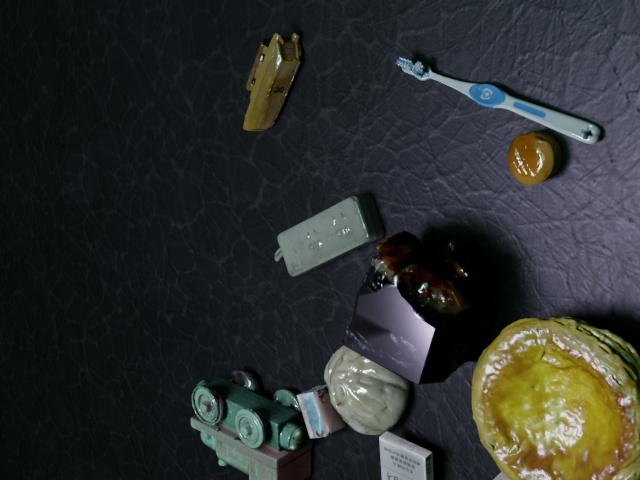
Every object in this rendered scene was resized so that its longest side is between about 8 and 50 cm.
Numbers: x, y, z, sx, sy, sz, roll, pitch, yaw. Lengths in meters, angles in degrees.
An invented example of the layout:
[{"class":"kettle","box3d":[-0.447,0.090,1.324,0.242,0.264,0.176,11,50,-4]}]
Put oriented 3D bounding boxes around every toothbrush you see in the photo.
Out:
[{"class":"toothbrush","box3d":[0.278,-0.228,1.530,0.386,0.040,0.040,29,118,34]}]

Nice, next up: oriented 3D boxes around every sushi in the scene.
[{"class":"sushi","box3d":[0.159,0.090,1.573,0.215,0.227,0.212,23,107,34]}]

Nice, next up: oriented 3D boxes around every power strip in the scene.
[{"class":"power strip","box3d":[0.000,0.000,1.835,0.288,0.053,0.093,-27,79,44]}]

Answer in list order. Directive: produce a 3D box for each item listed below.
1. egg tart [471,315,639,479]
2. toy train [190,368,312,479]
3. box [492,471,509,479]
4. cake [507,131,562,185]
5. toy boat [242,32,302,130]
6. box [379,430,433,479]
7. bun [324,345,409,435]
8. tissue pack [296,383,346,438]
[{"class":"egg tart","box3d":[0.382,0.251,1.452,0.319,0.128,0.319,12,107,42]},{"class":"toy train","box3d":[-0.151,0.407,2.010,0.304,0.150,0.221,18,117,40]},{"class":"box","box3d":[0.327,0.524,1.610,0.214,0.069,0.353,51,131,25]},{"class":"cake","box3d":[0.331,-0.129,1.483,0.084,0.044,0.084,14,110,44]},{"class":"toy boat","box3d":[-0.102,-0.309,1.867,0.088,0.068,0.226,51,132,32]},{"class":"box","box3d":[0.160,0.455,1.756,0.109,0.029,0.198,18,123,41]},{"class":"bun","box3d":[0.075,0.275,1.781,0.183,0.102,0.183,9,104,41]},{"class":"tissue pack","box3d":[0.003,0.337,1.886,0.059,0.074,0.094,-19,87,42]}]
